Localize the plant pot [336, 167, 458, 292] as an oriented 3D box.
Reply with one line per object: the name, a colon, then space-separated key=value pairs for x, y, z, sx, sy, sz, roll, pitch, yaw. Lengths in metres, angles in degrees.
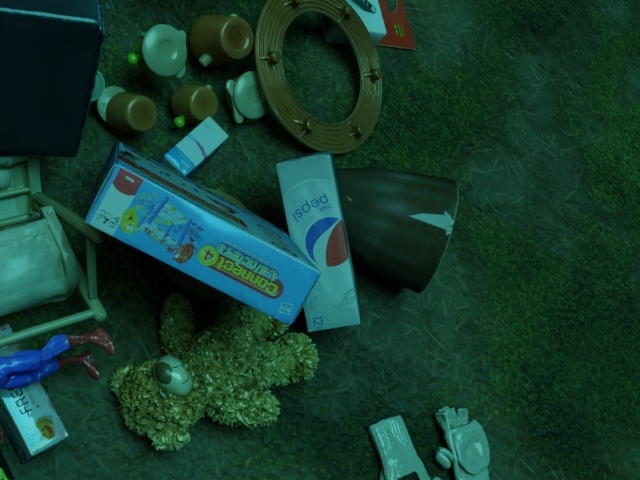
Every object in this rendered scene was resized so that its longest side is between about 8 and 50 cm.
plant pot: x=0.099 y=-0.041 z=1.522 sx=0.230 sy=0.215 sz=0.215 roll=17 pitch=60 yaw=-7

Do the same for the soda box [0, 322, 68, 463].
soda box: x=-0.421 y=0.210 z=1.170 sx=0.058 sy=0.063 sz=0.183 roll=-25 pitch=82 yaw=-38

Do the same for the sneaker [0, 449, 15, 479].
sneaker: x=-0.454 y=0.282 z=1.095 sx=0.084 sy=0.097 sz=0.234 roll=-28 pitch=84 yaw=-36

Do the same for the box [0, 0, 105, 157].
box: x=-0.563 y=-0.396 z=1.157 sx=0.480 sy=0.297 sz=0.472 roll=2 pitch=57 yaw=-22

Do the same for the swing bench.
swing bench: x=-0.461 y=0.015 z=1.158 sx=0.253 sy=0.165 sz=0.255 roll=-17 pitch=43 yaw=-34

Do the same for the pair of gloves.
pair of gloves: x=0.207 y=0.393 z=1.469 sx=0.240 sy=0.042 sz=0.204 roll=-1 pitch=69 yaw=-32

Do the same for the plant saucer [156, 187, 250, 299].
plant saucer: x=-0.182 y=-0.001 z=1.424 sx=0.200 sy=0.037 sz=0.200 roll=13 pitch=62 yaw=-25

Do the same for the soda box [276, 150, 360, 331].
soda box: x=0.000 y=0.000 z=1.409 sx=0.091 sy=0.098 sz=0.286 roll=-9 pitch=99 yaw=5

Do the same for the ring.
ring: x=0.011 y=-0.331 z=1.621 sx=0.336 sy=0.032 sz=0.336 roll=9 pitch=77 yaw=-45

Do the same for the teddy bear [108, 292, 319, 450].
teddy bear: x=-0.150 y=0.185 z=1.312 sx=0.338 sy=0.113 sz=0.245 roll=-3 pitch=68 yaw=-32

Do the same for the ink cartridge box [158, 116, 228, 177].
ink cartridge box: x=-0.222 y=-0.141 z=1.431 sx=0.052 sy=0.088 sz=0.122 roll=44 pitch=54 yaw=-6

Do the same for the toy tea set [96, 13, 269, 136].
toy tea set: x=-0.248 y=-0.288 z=1.495 sx=0.336 sy=0.124 sz=0.200 roll=-19 pitch=108 yaw=-39

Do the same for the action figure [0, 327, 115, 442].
action figure: x=-0.386 y=0.194 z=1.077 sx=0.280 sy=0.091 sz=0.139 roll=-3 pitch=47 yaw=-44

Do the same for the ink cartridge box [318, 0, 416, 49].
ink cartridge box: x=0.093 y=-0.545 z=1.822 sx=0.239 sy=0.060 sz=0.275 roll=-3 pitch=70 yaw=-30

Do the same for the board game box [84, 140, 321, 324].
board game box: x=-0.178 y=-0.020 z=1.232 sx=0.308 sy=0.302 sz=0.086 roll=29 pitch=95 yaw=-16

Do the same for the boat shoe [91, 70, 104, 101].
boat shoe: x=-0.465 y=-0.255 z=1.357 sx=0.228 sy=0.068 sz=0.081 roll=-1 pitch=113 yaw=-21
